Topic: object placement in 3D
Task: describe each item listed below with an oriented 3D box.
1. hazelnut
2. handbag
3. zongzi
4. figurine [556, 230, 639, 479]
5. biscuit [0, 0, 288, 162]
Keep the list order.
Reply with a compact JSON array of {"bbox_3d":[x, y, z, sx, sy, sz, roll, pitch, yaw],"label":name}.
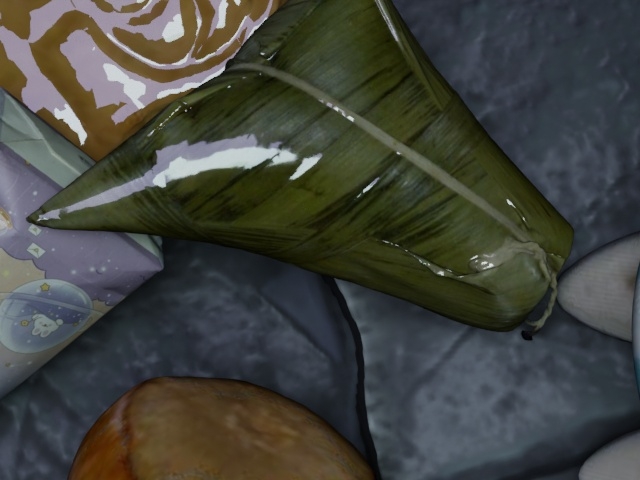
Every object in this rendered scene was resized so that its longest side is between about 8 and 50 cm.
[{"bbox_3d":[-0.052,0.140,0.944,0.150,0.150,0.150,-1,83,10],"label":"hazelnut"},{"bbox_3d":[-0.174,0.017,0.981,0.173,0.095,0.117,-41,116,19],"label":"handbag"},{"bbox_3d":[0.001,0.002,0.936,0.204,0.094,0.205,-39,90,-23],"label":"zongzi"},{"bbox_3d":[0.251,-0.012,0.851,0.361,0.377,0.266,-41,120,-33],"label":"figurine"},{"bbox_3d":[-0.168,-0.211,1.043,0.365,0.062,0.385,25,88,11],"label":"biscuit"}]
